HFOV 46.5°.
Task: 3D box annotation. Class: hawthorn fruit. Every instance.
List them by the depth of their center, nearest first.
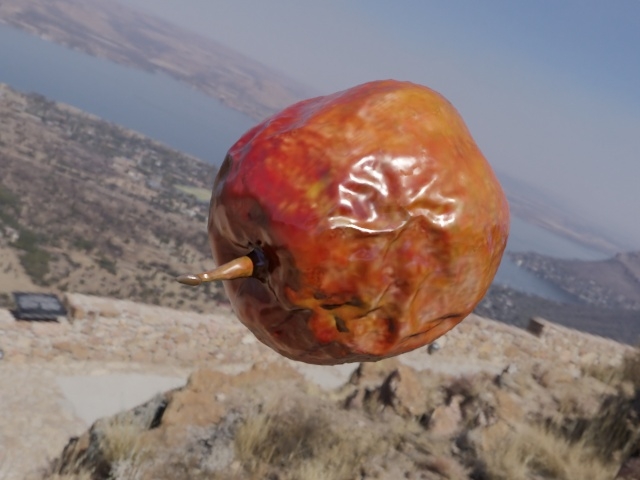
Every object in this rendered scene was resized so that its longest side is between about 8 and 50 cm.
[{"bbox_3d":[0.000,0.000,0.513,0.243,0.207,0.207,-21,40,-41],"label":"hawthorn fruit"}]
